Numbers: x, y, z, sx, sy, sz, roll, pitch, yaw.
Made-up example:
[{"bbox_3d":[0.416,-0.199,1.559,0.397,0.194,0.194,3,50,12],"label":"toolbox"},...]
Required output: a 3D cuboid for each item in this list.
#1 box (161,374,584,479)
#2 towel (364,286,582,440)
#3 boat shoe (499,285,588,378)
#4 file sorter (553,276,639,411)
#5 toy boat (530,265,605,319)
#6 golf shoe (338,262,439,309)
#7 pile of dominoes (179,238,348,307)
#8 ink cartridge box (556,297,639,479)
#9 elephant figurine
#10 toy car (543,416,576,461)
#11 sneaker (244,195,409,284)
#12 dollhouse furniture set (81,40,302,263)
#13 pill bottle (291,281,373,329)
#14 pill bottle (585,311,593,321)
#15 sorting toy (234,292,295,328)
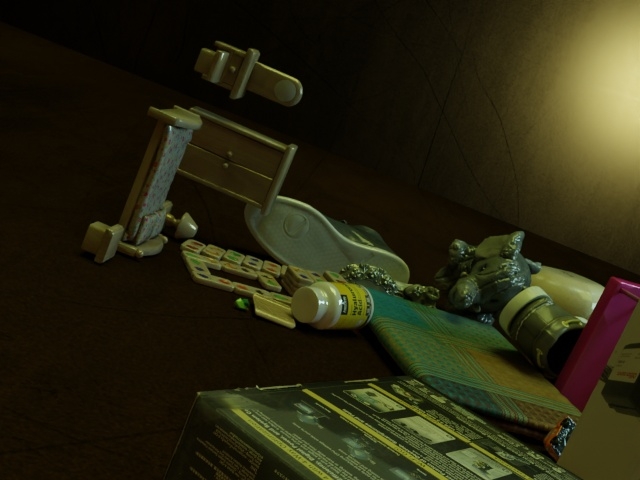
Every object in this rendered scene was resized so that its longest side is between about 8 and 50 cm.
[{"bbox_3d":[0.126,0.235,0.712,0.394,0.097,0.318,29,12,34],"label":"box"},{"bbox_3d":[0.199,0.171,1.308,0.271,0.040,0.370,18,13,-19],"label":"towel"},{"bbox_3d":[0.367,0.164,1.428,0.305,0.109,0.091,34,12,-50],"label":"boat shoe"},{"bbox_3d":[0.514,0.203,1.333,0.290,0.202,0.182,14,16,-33],"label":"file sorter"},{"bbox_3d":[0.516,0.152,1.792,0.318,0.148,0.267,14,6,-2],"label":"toy boat"},{"bbox_3d":[0.098,0.085,1.507,0.176,0.069,0.086,21,-9,-19],"label":"golf shoe"},{"bbox_3d":[-0.081,0.041,1.387,0.251,0.040,0.196,17,12,-24],"label":"pile of dominoes"},{"bbox_3d":[0.428,0.175,1.016,0.223,0.308,0.129,19,13,-16],"label":"ink cartridge box"},{"bbox_3d":[0.291,0.068,1.552,0.169,0.186,0.239,31,-10,-5],"label":"elephant figurine"},{"bbox_3d":[0.313,0.262,1.139,0.122,0.060,0.040,36,-37,-16],"label":"toy car"},{"bbox_3d":[0.000,0.001,1.594,0.295,0.105,0.147,25,8,-14],"label":"sneaker"},{"bbox_3d":[-0.147,-0.114,1.318,0.173,0.303,0.355,23,12,2],"label":"dollhouse furniture set"},{"bbox_3d":[0.015,0.088,1.277,0.065,0.065,0.116,30,14,36],"label":"pill bottle"},{"bbox_3d":[0.570,0.196,1.649,0.245,0.131,0.130,15,13,-35],"label":"pill bottle"},{"bbox_3d":[-0.074,0.089,1.241,0.083,0.012,0.062,23,15,-13],"label":"sorting toy"}]
